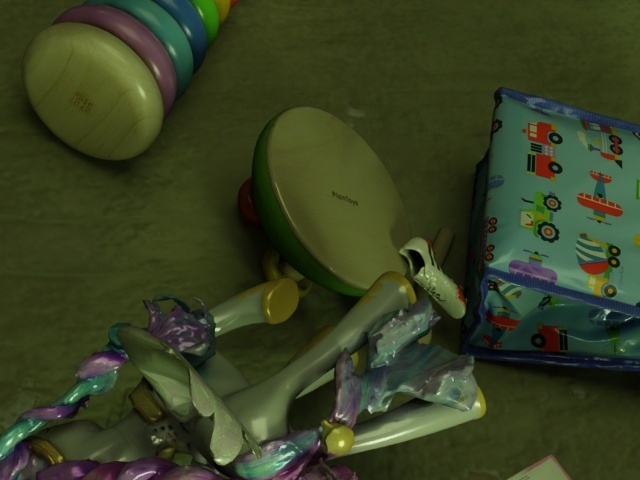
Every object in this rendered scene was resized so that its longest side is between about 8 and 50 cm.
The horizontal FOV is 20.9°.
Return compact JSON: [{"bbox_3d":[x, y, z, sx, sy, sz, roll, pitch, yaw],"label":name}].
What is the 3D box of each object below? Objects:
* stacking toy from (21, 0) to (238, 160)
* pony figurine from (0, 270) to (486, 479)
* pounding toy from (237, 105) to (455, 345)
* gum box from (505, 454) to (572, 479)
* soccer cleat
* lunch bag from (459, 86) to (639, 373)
[{"bbox_3d":[-0.140,-0.224,1.638,0.141,0.141,0.330,31,50,4],"label":"stacking toy"},{"bbox_3d":[-0.060,0.152,1.318,0.363,0.303,0.351,-25,23,-28],"label":"pony figurine"},{"bbox_3d":[0.000,0.000,1.561,0.237,0.110,0.183,43,37,-23],"label":"pounding toy"},{"bbox_3d":[0.119,0.259,1.402,0.188,0.107,0.062,-24,67,-30],"label":"gum box"},{"bbox_3d":[0.099,0.035,1.539,0.035,0.029,0.083,-20,78,-48],"label":"soccer cleat"},{"bbox_3d":[0.287,0.002,1.585,0.293,0.138,0.221,9,54,0],"label":"lunch bag"}]
